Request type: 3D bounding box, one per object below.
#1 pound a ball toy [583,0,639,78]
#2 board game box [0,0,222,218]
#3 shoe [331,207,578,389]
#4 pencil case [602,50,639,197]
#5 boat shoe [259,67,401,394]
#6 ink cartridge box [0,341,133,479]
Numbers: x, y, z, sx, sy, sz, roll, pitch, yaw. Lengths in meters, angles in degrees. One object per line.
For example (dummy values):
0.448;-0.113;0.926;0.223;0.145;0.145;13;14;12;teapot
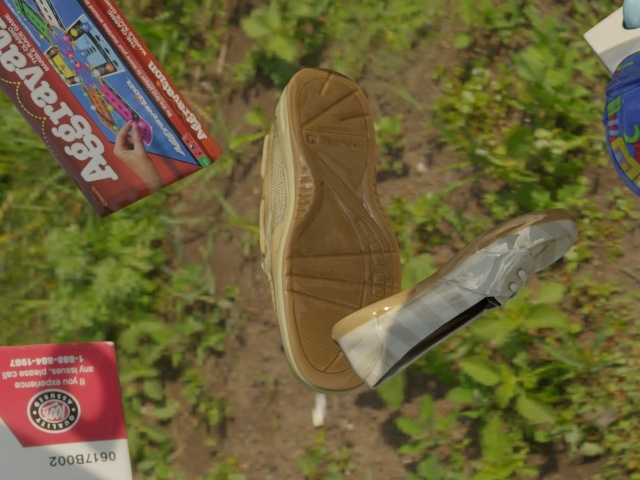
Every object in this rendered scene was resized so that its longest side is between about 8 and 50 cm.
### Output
0.367;-0.192;0.993;0.319;0.136;0.208;-36;21;13;pound a ball toy
-0.221;-0.157;1.159;0.145;0.027;0.281;-23;112;35;board game box
0.116;0.047;1.080;0.219;0.076;0.058;-30;66;5;shoe
0.305;-0.123;0.839;0.306;0.133;0.119;-35;32;54;pencil case
0.000;0.000;1.297;0.110;0.121;0.341;131;145;-53;boat shoe
-0.232;0.229;0.857;0.131;0.226;0.306;-39;58;53;ink cartridge box
